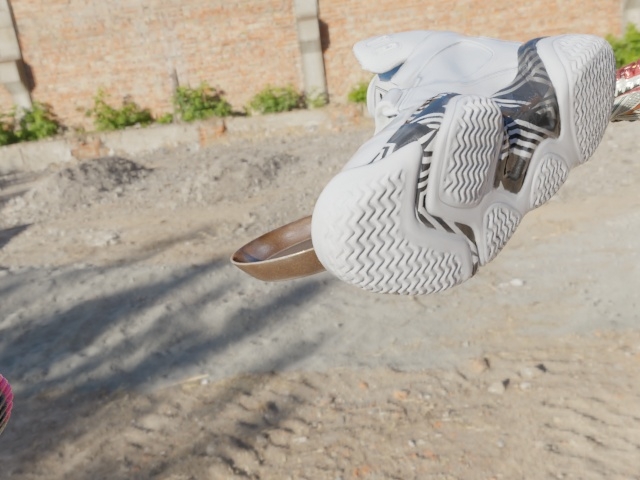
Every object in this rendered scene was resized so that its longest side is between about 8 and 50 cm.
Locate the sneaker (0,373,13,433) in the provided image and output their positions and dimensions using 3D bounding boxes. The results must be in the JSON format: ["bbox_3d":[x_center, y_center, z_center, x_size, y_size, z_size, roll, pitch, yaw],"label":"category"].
[{"bbox_3d":[-0.311,0.126,0.562,0.057,0.119,0.047,-1,28,7],"label":"sneaker"}]

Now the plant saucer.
[{"bbox_3d":[0.000,0.000,0.602,0.168,0.029,0.168,-19,10,4],"label":"plant saucer"}]

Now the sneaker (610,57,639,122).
[{"bbox_3d":[0.388,-0.168,0.776,0.088,0.093,0.225,-37,6,-38],"label":"sneaker"}]

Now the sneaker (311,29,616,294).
[{"bbox_3d":[0.084,-0.086,0.559,0.210,0.137,0.366,19,41,41],"label":"sneaker"}]
